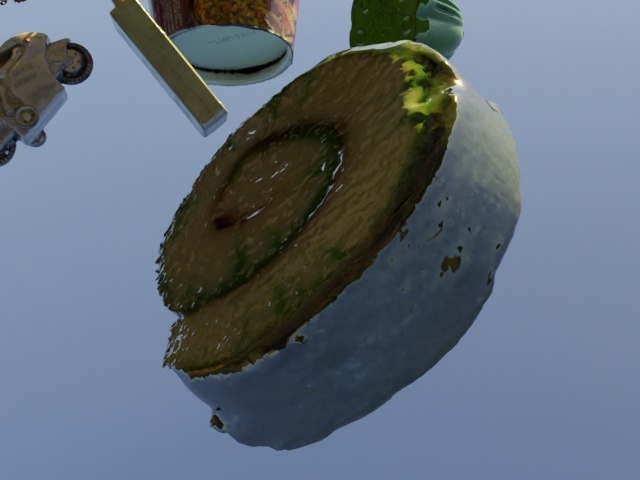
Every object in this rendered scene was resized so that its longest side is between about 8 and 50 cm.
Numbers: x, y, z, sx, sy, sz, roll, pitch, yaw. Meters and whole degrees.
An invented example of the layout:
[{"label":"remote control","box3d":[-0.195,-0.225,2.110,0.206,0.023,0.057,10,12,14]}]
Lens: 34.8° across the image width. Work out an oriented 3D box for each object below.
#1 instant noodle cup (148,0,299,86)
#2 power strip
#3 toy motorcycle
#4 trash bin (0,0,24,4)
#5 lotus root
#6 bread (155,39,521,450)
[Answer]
[{"label":"instant noodle cup","box3d":[-0.170,-0.450,1.851,0.339,0.340,0.266,-11,-109,23]},{"label":"power strip","box3d":[-0.252,-0.291,1.601,0.053,0.288,0.093,-40,180,-6]},{"label":"toy motorcycle","box3d":[-0.503,-0.248,1.675,0.171,0.110,0.260,38,-104,3]},{"label":"trash bin","box3d":[-0.654,-0.487,1.872,0.161,0.184,0.238,2,-172,23]},{"label":"lotus root","box3d":[0.160,-0.332,1.606,0.186,0.186,0.186,-16,-135,17]},{"label":"bread","box3d":[0.000,0.000,0.895,0.366,0.129,0.382,-8,-131,51]}]
